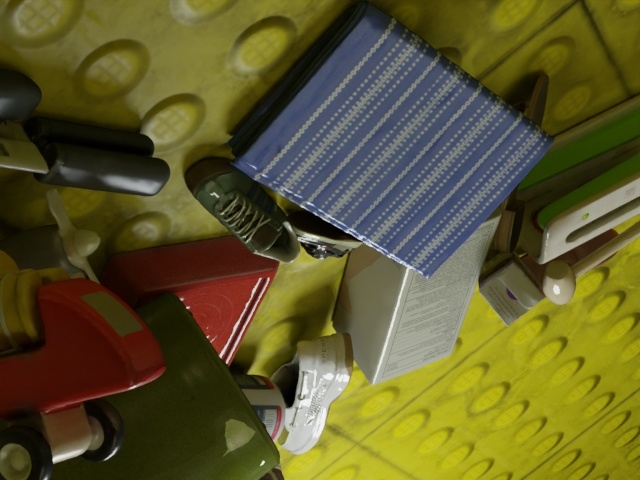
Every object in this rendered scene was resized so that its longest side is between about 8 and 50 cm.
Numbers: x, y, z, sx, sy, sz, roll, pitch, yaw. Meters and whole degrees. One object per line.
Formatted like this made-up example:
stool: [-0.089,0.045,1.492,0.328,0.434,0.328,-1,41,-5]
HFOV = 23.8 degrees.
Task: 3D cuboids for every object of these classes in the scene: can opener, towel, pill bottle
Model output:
can opener: [-0.253,-0.105,1.505,0.283,0.076,0.095,6,131,-50]
towel: [0.085,-0.111,1.767,0.336,0.040,0.243,31,110,-34]
pill bottle: [-0.143,0.233,2.062,0.180,0.108,0.108,9,128,-50]

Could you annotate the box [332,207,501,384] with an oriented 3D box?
box: [0.123,0.045,2.050,0.148,0.121,0.311,-19,146,-26]

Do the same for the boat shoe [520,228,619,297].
boat shoe: [0.361,0.037,2.332,0.207,0.073,0.073,-21,-172,-13]

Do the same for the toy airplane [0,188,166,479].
toy airplane: [-0.365,0.058,1.412,0.384,0.386,0.272,1,100,-20]

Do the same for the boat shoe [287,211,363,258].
boat shoe: [0.000,0.000,1.928,0.152,0.056,0.049,12,120,-52]

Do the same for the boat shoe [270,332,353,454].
boat shoe: [-0.034,0.216,2.178,0.096,0.098,0.277,5,141,-15]

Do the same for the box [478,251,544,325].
box: [0.262,0.059,2.119,0.063,0.067,0.324,-38,179,7]

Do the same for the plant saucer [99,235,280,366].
plant saucer: [-0.179,0.105,1.906,0.258,0.047,0.259,-9,141,-38]

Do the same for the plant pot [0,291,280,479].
plant pot: [-0.249,0.248,1.720,0.353,0.366,0.366,-32,150,-7]

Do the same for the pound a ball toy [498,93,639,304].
pound a ball toy: [0.391,-0.044,2.109,0.319,0.208,0.135,-27,148,-15]

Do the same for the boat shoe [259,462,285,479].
boat shoe: [-0.156,0.380,2.270,0.285,0.092,0.103,2,134,-47]

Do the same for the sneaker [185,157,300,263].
sneaker: [-0.080,-0.029,1.775,0.064,0.086,0.192,-40,150,8]

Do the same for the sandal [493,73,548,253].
sandal: [0.235,-0.106,1.989,0.088,0.079,0.240,-27,128,-67]
